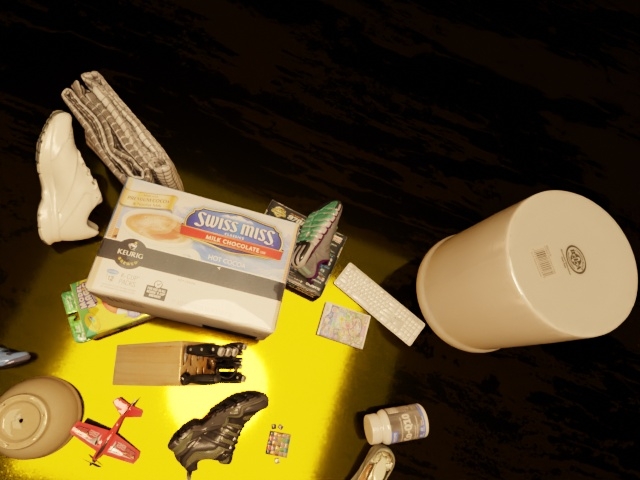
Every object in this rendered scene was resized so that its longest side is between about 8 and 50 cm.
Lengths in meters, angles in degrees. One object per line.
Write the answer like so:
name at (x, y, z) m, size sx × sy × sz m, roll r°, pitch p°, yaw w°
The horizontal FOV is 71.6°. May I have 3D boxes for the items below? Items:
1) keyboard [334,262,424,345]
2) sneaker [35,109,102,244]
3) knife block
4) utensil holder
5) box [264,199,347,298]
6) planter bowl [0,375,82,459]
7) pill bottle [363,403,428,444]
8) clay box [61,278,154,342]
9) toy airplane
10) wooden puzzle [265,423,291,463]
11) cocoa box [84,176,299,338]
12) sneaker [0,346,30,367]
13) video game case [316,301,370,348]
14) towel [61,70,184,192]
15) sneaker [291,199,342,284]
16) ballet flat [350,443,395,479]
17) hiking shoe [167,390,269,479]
keyboard at (0.153, 0.165, 1.152) m, size 0.256 × 0.014 × 0.072 m, roll 40°, pitch 69°, yaw 1°
sneaker at (-0.558, -0.137, 0.989) m, size 0.129 × 0.111 × 0.297 m, roll -1°, pitch 112°, yaw -28°
knife block at (-0.290, 0.249, 0.899) m, size 0.276 × 0.242 × 0.088 m, roll 4°, pitch 72°, yaw -12°
utensil holder at (0.459, 0.090, 1.050) m, size 0.328 × 0.385 × 0.327 m, roll 4°, pitch 73°, yaw -13°
box at (-0.066, 0.023, 1.121) m, size 0.220 × 0.051 × 0.175 m, roll 26°, pitch 69°, yaw -5°
planter bowl at (-0.573, 0.352, 0.873) m, size 0.162 × 0.109 × 0.162 m, roll 3°, pitch 74°, yaw -12°
pill bottle at (0.176, 0.434, 1.043) m, size 0.137 × 0.078 × 0.078 m, roll -4°, pitch 75°, yaw -14°
clay box at (-0.453, 0.133, 0.996) m, size 0.222 × 0.053 × 0.127 m, roll -19°, pitch 79°, yaw -19°
toy airplane at (-0.437, 0.399, 0.932) m, size 0.151 × 0.028 × 0.151 m, roll 4°, pitch 81°, yaw -23°
wooden puzzle at (-0.095, 0.462, 1.008) m, size 0.049 × 0.006 × 0.083 m, roll 15°, pitch 71°, yaw -9°
cocoa box at (-0.247, 0.053, 0.920) m, size 0.347 × 0.231 × 0.227 m, roll 15°, pitch 71°, yaw -9°
sneaker at (-0.679, 0.236, 0.912) m, size 0.144 × 0.053 × 0.059 m, roll -2°, pitch 72°, yaw -15°
video game case at (0.059, 0.213, 1.116) m, size 0.122 × 0.011 × 0.087 m, roll 20°, pitch 71°, yaw -7°
towel at (-0.442, -0.206, 1.005) m, size 0.121 × 0.235 × 0.283 m, roll -39°, pitch 85°, yaw -13°
sneaker at (0.000, 0.000, 1.092) m, size 0.223 × 0.083 × 0.098 m, roll -56°, pitch 128°, yaw -31°
ballet flat at (0.098, 0.559, 0.993) m, size 0.072 × 0.068 × 0.213 m, roll 35°, pitch 70°, yaw -1°
hiking shoe at (-0.206, 0.418, 0.966) m, size 0.227 × 0.086 × 0.114 m, roll -26°, pitch 95°, yaw -13°
